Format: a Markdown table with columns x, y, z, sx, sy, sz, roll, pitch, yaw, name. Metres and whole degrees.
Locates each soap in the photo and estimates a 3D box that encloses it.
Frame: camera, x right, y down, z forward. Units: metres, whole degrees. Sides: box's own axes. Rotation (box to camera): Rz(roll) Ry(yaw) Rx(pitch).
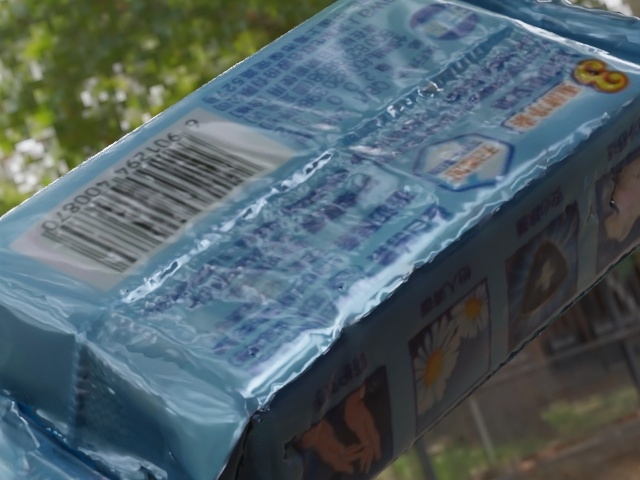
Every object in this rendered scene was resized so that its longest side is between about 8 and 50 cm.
| x | y | z | sx | sy | sz | roll | pitch | yaw | name |
| --- | --- | --- | --- | --- | --- | --- | --- | --- | --- |
| 0.000 | 0.000 | 0.640 | 0.156 | 0.077 | 0.293 | 26 | 47 | 36 | soap |
